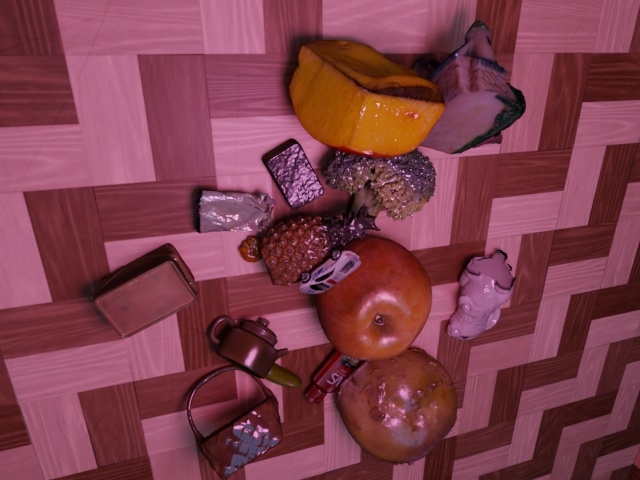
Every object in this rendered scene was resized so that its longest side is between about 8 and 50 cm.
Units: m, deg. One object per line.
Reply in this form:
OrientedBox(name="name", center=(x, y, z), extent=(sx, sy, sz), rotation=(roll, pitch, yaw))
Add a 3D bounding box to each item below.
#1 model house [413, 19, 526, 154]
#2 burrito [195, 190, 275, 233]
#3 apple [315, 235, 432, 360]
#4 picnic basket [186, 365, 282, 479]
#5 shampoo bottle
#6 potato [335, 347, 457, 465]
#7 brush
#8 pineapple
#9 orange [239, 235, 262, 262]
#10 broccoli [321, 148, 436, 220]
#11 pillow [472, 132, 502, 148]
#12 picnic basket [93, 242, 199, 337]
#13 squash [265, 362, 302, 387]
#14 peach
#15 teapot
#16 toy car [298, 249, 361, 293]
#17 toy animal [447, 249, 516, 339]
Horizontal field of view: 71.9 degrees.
OrientedBox(name="model house", center=(0.402, -0.448, 1.283), extent=(0.243, 0.298, 0.284), rotation=(5, 71, -27))
OrientedBox(name="burrito", center=(-0.255, -0.089, 1.317), extent=(0.229, 0.089, 0.144), rotation=(0, 125, -18))
OrientedBox(name="apple", center=(0.170, 0.192, 1.434), extent=(0.391, 0.346, 0.391), rotation=(-4, 113, -11))
OrientedBox(name="picnic basket", center=(-0.295, 0.585, 1.498), extent=(0.293, 0.337, 0.337), rotation=(-29, 118, -17))
OrientedBox(name="shampoo bottle", center=(0.063, 0.481, 1.663), extent=(0.118, 0.076, 0.314), rotation=(36, 96, -35))
OrientedBox(name="potato", center=(0.317, 0.632, 1.651), extent=(0.442, 0.319, 0.385), rotation=(-33, 130, -9))
OrientedBox(name="brush", center=(-0.079, -0.197, 1.346), extent=(0.123, 0.059, 0.197), rotation=(-32, 118, -3))
OrientedBox(name="pineapple", center=(0.000, 0.000, 1.325), extent=(0.362, 0.202, 0.202), rotation=(-21, 120, 22))
OrientedBox(name="orange", center=(-0.212, 0.032, 1.393), extent=(0.086, 0.062, 0.086), rotation=(-8, 116, -17))
OrientedBox(name="broccoli", center=(0.189, -0.165, 1.347), extent=(0.375, 0.249, 0.302), rotation=(6, 106, -27))
OrientedBox(name="pillow", center=(0.577, -0.408, 1.497), extent=(0.118, 0.043, 0.185), rotation=(-9, 114, -13))
OrientedBox(name="picnic basket", center=(-0.506, 0.146, 1.293), extent=(0.267, 0.139, 0.165), rotation=(-29, 117, -6))
OrientedBox(name="squash", center=(-0.143, 0.493, 1.606), extent=(0.201, 0.066, 0.066), rotation=(36, 96, -34))
OrientedBox(name="peach", center=(0.127, -0.368, 1.194), extent=(0.306, 0.380, 0.242), rotation=(-26, 142, -41))
OrientedBox(name="teapot", center=(-0.234, 0.332, 1.458), extent=(0.268, 0.185, 0.175), rotation=(29, 65, 1))
OrientedBox(name="toy car", center=(0.025, 0.099, 1.285), extent=(0.205, 0.056, 0.095), rotation=(-38, 142, 17))
OrientedBox(name="toy animal", center=(0.618, 0.235, 1.714), extent=(0.258, 0.194, 0.357), rotation=(-25, 137, -35))
